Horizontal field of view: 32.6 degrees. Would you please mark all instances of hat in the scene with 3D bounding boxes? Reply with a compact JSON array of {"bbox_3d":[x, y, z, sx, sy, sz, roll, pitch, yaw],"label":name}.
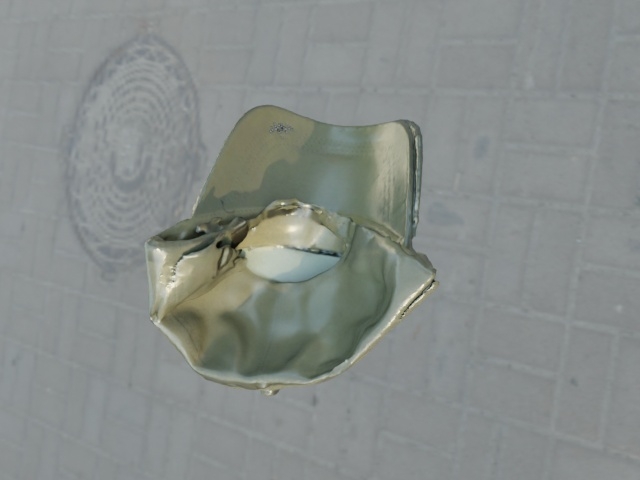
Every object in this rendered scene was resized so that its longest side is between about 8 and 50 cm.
[{"bbox_3d":[0.000,0.000,0.598,0.147,0.175,0.085,10,135,12],"label":"hat"}]
